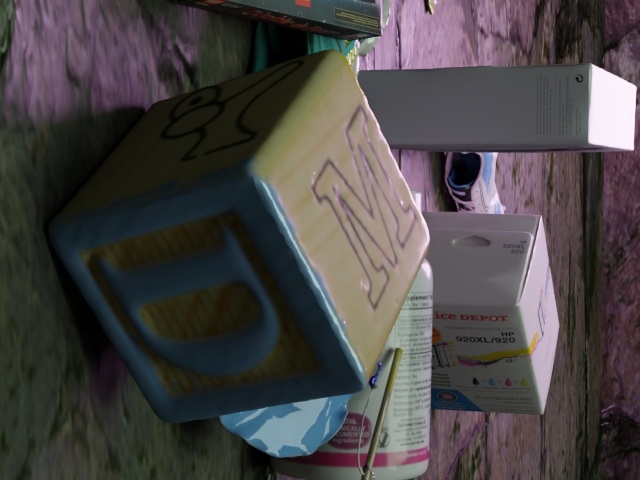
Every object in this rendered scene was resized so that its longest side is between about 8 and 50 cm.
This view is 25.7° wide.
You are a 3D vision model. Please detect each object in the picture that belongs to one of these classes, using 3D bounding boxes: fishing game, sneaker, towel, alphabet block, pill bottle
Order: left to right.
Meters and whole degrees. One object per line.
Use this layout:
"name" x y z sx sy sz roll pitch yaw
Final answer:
"alphabet block" -0.053 -0.003 1.065 0.193 0.192 0.197 65 31 -24
"fishing game" -0.038 0.098 1.247 0.264 0.041 0.189 26 64 -32
"sneaker" -0.005 -0.213 1.373 0.110 0.107 0.275 56 39 -44
"pill bottle" 0.031 0.090 1.398 0.160 0.160 0.283 1 90 -70
"towel" 0.152 -0.358 1.921 0.060 0.009 0.083 -60 146 -54
"sneaker" 0.217 -0.071 2.042 0.086 0.085 0.237 -39 137 -30

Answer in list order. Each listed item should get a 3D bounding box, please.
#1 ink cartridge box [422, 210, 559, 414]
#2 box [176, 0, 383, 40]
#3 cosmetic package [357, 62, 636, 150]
"ink cartridge box" 0.217 0.098 1.899 0.232 0.171 0.168 71 28 -43
"box" -0.032 -0.274 1.250 0.233 0.044 0.159 3 87 -50
"cosmetic package" 0.220 -0.156 1.724 0.377 0.284 0.097 -6 99 -70
